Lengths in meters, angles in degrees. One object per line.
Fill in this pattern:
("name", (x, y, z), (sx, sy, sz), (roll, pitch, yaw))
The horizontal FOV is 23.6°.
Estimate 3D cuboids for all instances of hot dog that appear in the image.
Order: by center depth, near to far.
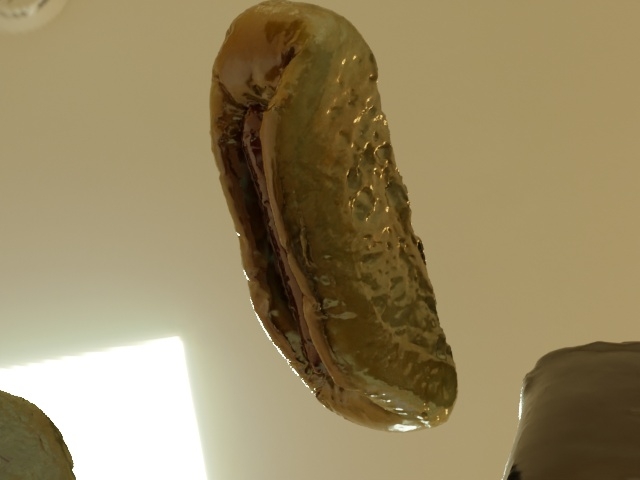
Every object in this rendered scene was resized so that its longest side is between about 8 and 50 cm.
("hot dog", (0.000, 0.000, 0.776), (0.073, 0.084, 0.242), (-30, -64, -33))

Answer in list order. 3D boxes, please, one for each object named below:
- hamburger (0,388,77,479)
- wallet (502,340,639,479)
("hamburger", (-0.147, 0.096, 0.516), (0.140, 0.133, 0.062), (18, -55, 1))
("wallet", (0.173, 0.150, 0.656), (0.228, 0.406, 0.062), (1, -69, 17))
